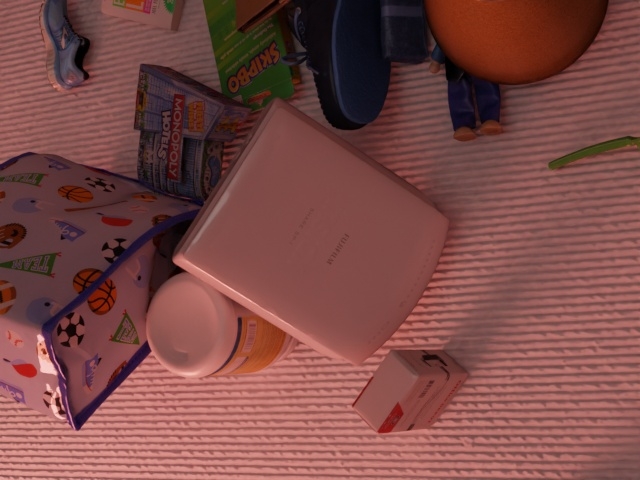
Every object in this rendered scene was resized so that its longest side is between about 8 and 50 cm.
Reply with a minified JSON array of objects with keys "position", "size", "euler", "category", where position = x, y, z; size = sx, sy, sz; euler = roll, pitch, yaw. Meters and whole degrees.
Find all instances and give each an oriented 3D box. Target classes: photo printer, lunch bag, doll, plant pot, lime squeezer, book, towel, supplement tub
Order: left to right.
[{"position":[-0.367,0.041,1.836],"size":[0.328,0.385,0.239],"euler":[18,135,22],"category":"lunch bag"},{"position":[-0.273,-0.387,2.012],"size":[0.144,0.035,0.096],"euler":[17,101,30],"category":"book"},{"position":[-0.130,0.116,1.800],"size":[0.144,0.200,0.144],"euler":[-2,87,32],"category":"supplement tub"},{"position":[0.000,0.000,1.692],"size":[0.308,0.107,0.256],"euler":[33,89,-11],"category":"photo printer"},{"position":[0.112,-0.300,1.749],"size":[0.029,0.067,0.119],"euler":[171,98,-68],"category":"towel"},{"position":[0.202,-0.231,1.702],"size":[0.129,0.046,0.189],"euler":[-12,78,26],"category":"doll"},{"position":[0.219,-0.320,1.539],"size":[0.237,0.254,0.237],"euler":[0,89,14],"category":"plant pot"},{"position":[0.429,-0.098,1.563],"size":[0.310,0.059,0.110],"euler":[20,128,29],"category":"lime squeezer"}]

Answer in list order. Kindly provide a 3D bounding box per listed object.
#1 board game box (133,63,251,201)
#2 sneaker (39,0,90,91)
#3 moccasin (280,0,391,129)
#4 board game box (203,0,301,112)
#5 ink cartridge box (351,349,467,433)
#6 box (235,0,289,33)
[{"position":[-0.193,-0.157,1.909],"size":[0.194,0.060,0.194],"euler":[12,98,42],"category":"board game box"},{"position":[-0.403,-0.323,2.081],"size":[0.073,0.063,0.162],"euler":[-10,86,13],"category":"sneaker"},{"position":[0.018,-0.302,1.786],"size":[0.117,0.138,0.342],"euler":[-20,62,38],"category":"moccasin"},{"position":[-0.107,-0.314,1.902],"size":[0.124,0.039,0.259],"euler":[-18,76,31],"category":"board game box"},{"position":[0.118,0.195,1.683],"size":[0.056,0.135,0.099],"euler":[43,109,29],"category":"ink cartridge box"},{"position":[-0.066,-0.411,1.804],"size":[0.164,0.021,0.201],"euler":[-29,55,43],"category":"box"}]
